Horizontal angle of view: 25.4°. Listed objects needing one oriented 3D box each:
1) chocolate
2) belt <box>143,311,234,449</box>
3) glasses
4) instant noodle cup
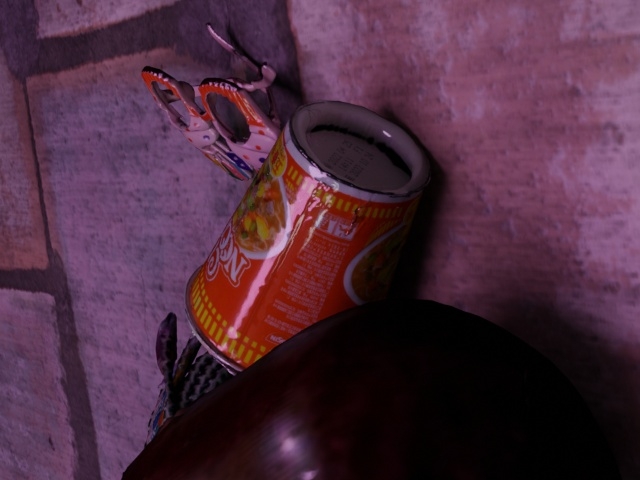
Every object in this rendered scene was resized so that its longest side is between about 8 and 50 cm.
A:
[{"bbox_3d":[0.067,0.225,1.073,0.331,0.383,0.384,-35,69,30],"label":"chocolate"},{"bbox_3d":[-0.057,0.218,1.373,0.160,0.206,0.295,118,145,-51],"label":"belt"},{"bbox_3d":[-0.079,-0.123,1.428,0.255,0.095,0.162,23,146,52],"label":"glasses"},{"bbox_3d":[0.000,0.000,1.247,0.193,0.193,0.212,53,133,34],"label":"instant noodle cup"}]
